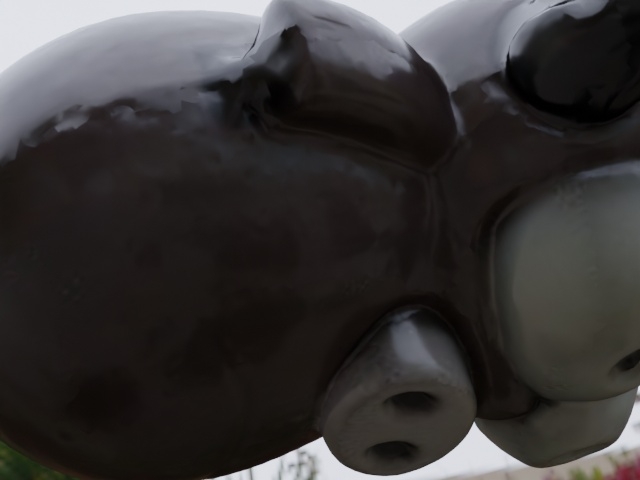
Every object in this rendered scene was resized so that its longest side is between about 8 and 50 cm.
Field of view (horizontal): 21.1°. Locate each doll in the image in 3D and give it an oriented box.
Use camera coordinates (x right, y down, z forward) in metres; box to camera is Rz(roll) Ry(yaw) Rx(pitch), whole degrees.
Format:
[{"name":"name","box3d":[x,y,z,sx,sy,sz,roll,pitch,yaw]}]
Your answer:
[{"name":"doll","box3d":[-0.002,-0.002,0.459,0.257,0.117,0.182,-2,-33,-14]}]
